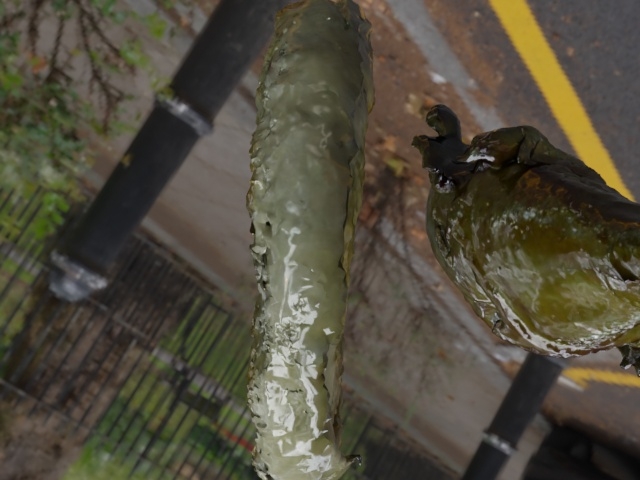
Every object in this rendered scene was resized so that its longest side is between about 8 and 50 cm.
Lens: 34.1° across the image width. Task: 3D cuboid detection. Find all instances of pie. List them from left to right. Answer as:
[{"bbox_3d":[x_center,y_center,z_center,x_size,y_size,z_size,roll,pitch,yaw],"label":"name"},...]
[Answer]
[{"bbox_3d":[0.000,0.000,0.554,0.055,0.274,0.274,2,165,3],"label":"pie"}]

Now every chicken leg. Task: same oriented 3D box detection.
[{"bbox_3d":[0.186,0.023,0.689,0.211,0.140,0.361,43,175,-29],"label":"chicken leg"}]
